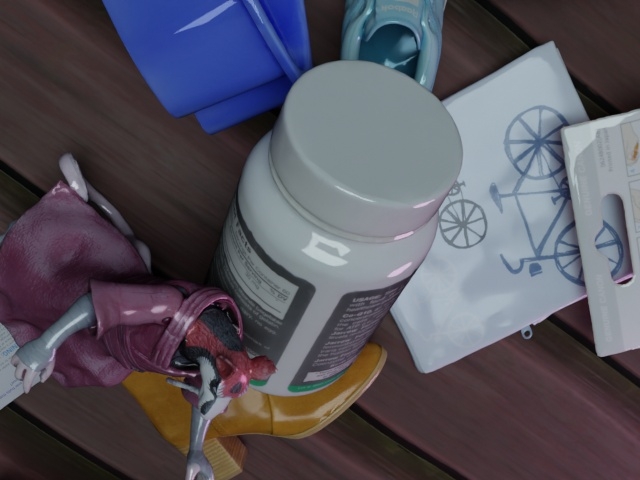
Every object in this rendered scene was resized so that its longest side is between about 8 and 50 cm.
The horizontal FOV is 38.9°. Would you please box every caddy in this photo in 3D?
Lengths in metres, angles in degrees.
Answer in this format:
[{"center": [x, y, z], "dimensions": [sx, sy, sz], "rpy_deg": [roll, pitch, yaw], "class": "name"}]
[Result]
[{"center": [-0.115, -0.275, 0.931], "dimensions": [0.179, 0.241, 0.341], "rpy_deg": [-28, 84, 9], "class": "caddy"}]

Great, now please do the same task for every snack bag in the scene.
[{"center": [0.205, -0.026, 1.132], "dimensions": [0.342, 0.037, 0.323], "rpy_deg": [-28, 102, 5], "class": "snack bag"}]

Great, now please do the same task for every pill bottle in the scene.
[{"center": [0.000, 0.000, 0.945], "dimensions": [0.204, 0.204, 0.361], "rpy_deg": [17, 142, -8], "class": "pill bottle"}]

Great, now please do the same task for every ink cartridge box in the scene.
[{"center": [0.493, -0.049, 1.120], "dimensions": [0.385, 0.091, 0.308], "rpy_deg": [-14, 107, 0], "class": "ink cartridge box"}]

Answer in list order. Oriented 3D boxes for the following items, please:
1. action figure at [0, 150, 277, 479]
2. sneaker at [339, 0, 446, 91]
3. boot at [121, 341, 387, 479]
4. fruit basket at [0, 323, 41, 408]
[{"center": [-0.178, 0.086, 0.963], "dimensions": [0.276, 0.370, 0.248], "rpy_deg": [-61, 139, -25], "class": "action figure"}, {"center": [0.090, -0.266, 1.002], "dimensions": [0.135, 0.150, 0.366], "rpy_deg": [2, 95, -8], "class": "sneaker"}, {"center": [-0.089, 0.151, 1.113], "dimensions": [0.295, 0.104, 0.211], "rpy_deg": [-34, 103, 8], "class": "boot"}, {"center": [-0.531, 0.103, 1.063], "dimensions": [0.327, 0.165, 0.353], "rpy_deg": [-36, 118, 4], "class": "fruit basket"}]
